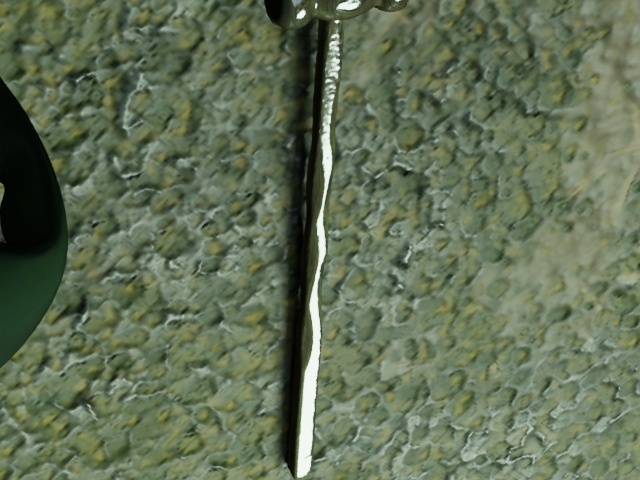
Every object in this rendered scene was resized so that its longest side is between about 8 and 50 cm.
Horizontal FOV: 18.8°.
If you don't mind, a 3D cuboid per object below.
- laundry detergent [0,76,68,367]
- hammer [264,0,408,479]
[{"bbox_3d":[-0.152,0.002,0.646,0.144,0.222,0.078,-11,128,-21],"label":"laundry detergent"},{"bbox_3d":[0.000,0.000,0.861,0.058,0.029,0.292,-10,130,-18],"label":"hammer"}]
